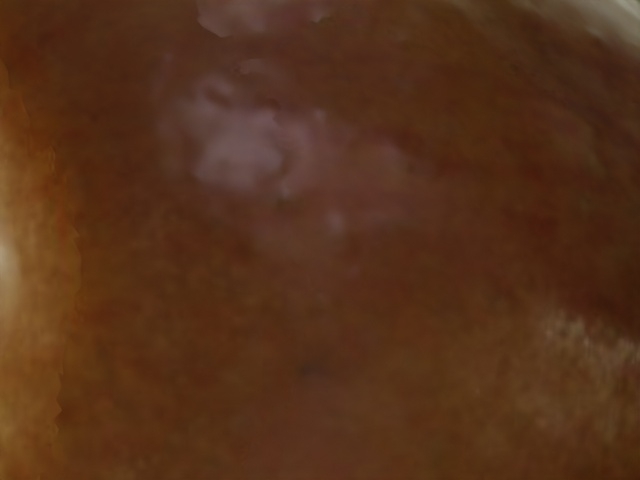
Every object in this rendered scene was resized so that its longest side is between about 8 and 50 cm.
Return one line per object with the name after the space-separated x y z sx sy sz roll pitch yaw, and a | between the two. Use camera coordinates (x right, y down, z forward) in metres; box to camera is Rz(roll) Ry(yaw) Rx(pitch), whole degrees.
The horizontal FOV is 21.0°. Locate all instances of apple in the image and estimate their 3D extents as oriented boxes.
-0.026 0.033 0.473 0.299 0.275 0.299 -20 61 40 | apple

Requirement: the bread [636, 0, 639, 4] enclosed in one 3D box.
0.000 0.000 0.812 0.253 0.348 0.376 40 120 27 | bread
